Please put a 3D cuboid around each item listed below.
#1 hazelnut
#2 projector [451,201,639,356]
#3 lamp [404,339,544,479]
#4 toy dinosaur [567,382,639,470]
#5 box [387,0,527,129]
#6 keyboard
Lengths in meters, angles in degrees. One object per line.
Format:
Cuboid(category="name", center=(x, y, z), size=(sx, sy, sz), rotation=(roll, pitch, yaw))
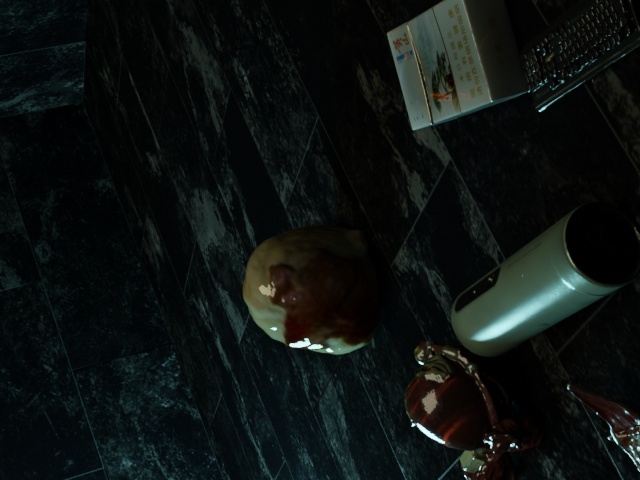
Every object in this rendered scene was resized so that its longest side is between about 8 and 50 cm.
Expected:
Cuboid(category="hazelnut", center=(-0.003, 0.077, 1.985), size=(0.241, 0.261, 0.261), rotation=(-59, 39, 16))
Cuboid(category="projector", center=(0.277, 0.058, 1.389), size=(0.337, 0.108, 0.108), rotation=(130, 123, -64))
Cuboid(category="lamp", center=(0.208, 0.255, 1.624), size=(0.223, 0.151, 0.215), rotation=(63, 160, 23))
Cuboid(category="toy dinosaur", center=(0.384, 0.325, 1.290), size=(0.206, 0.113, 0.327), rotation=(-172, 71, -67))
Cuboid(category="box", center=(0.180, -0.243, 1.487), size=(0.233, 0.067, 0.149), rotation=(169, 87, -69))
Cuboid(category="keyboard", center=(0.297, -0.224, 1.270), size=(0.230, 0.025, 0.093), rotation=(142, 114, -67))
